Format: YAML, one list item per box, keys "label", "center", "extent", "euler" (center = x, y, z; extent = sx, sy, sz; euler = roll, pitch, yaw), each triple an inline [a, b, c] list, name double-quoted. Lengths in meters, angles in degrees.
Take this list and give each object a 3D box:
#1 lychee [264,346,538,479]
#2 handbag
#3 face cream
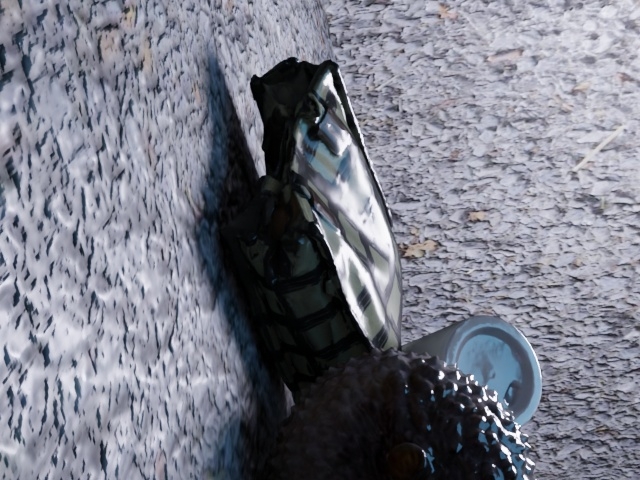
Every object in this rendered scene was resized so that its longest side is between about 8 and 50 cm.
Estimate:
- label: "lychee"
  center: [0.085, 0.261, 0.950]
  extent: [0.300, 0.299, 0.300]
  euler: [-10, 90, -82]
- label: "handbag"
  center: [0.000, 0.000, 1.110]
  extent: [0.325, 0.162, 0.327]
  euler: [-87, 164, -44]
- label: "face cream"
  center: [0.124, 0.214, 1.223]
  extent: [0.369, 0.145, 0.146]
  euler: [-37, -125, 56]
